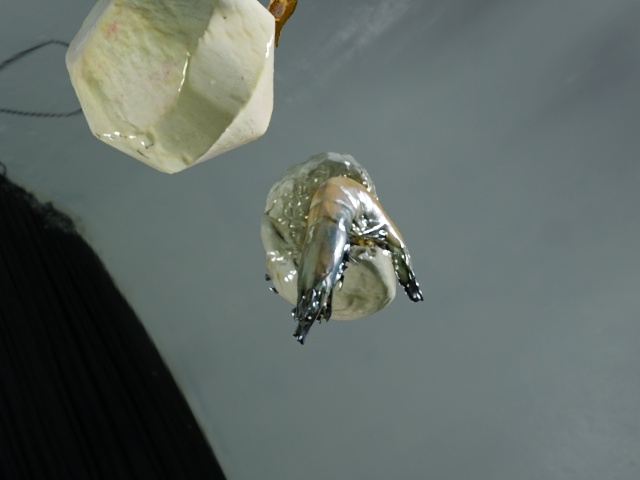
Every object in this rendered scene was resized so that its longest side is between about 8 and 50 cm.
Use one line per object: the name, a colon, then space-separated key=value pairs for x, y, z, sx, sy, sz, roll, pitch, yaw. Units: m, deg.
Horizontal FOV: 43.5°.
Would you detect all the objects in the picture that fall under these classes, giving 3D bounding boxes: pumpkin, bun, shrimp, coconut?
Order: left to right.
coconut: x=-0.170 y=-0.207 z=0.991 sx=0.259 sy=0.259 sz=0.259 roll=-26 pitch=159 yaw=-11
pumpkin: x=-0.075 y=-0.367 z=1.303 sx=0.035 sy=0.073 sz=0.101 roll=10 pitch=123 yaw=-27
bun: x=0.003 y=0.002 z=1.293 sx=0.205 sy=0.281 sz=0.281 roll=-13 pitch=161 yaw=10
shrimp: x=0.052 y=0.048 z=0.956 sx=0.198 sy=0.262 sz=0.051 roll=38 pitch=133 yaw=-23
